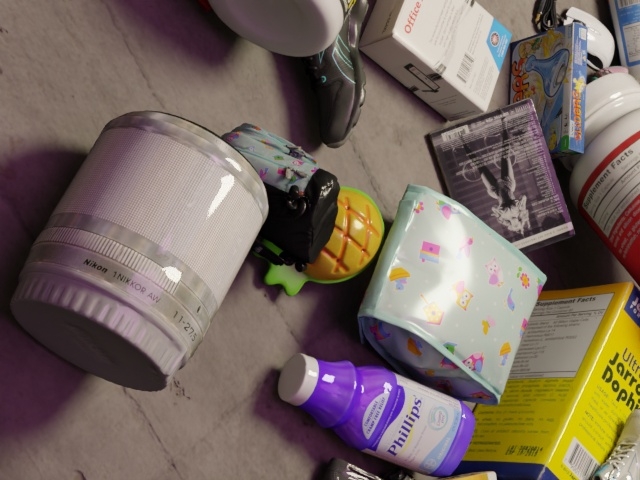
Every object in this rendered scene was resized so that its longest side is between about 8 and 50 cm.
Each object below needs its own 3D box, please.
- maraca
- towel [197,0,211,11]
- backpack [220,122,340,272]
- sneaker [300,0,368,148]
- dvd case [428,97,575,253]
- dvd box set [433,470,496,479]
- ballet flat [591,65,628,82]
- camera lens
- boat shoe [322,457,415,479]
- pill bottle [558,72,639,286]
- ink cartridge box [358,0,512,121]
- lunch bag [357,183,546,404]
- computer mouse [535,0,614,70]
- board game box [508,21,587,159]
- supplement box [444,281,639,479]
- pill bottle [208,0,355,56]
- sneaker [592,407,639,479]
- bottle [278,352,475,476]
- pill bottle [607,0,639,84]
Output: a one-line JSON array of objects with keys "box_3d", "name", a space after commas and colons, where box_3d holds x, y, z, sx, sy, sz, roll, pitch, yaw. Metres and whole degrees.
[{"box_3d": [0.000, 0.000, 1.705, 0.185, 0.099, 0.127, -23, 95, -16], "name": "maraca"}, {"box_3d": [-0.174, -0.458, 1.670, 0.275, 0.031, 0.199, 48, 58, -23], "name": "towel"}, {"box_3d": [-0.067, -0.064, 1.620, 0.182, 0.152, 0.115, 28, 51, 17], "name": "backpack"}, {"box_3d": [0.005, -0.258, 1.758, 0.106, 0.101, 0.267, 5, 79, -17], "name": "sneaker"}, {"box_3d": [0.274, -0.084, 1.922, 0.164, 0.018, 0.221, -20, 97, -3], "name": "dvd case"}, {"box_3d": [0.106, 0.466, 1.599, 0.420, 0.062, 0.308, 3, 76, -48], "name": "dvd box set"}, {"box_3d": [0.520, -0.187, 2.136, 0.079, 0.077, 0.222, -17, 92, -2], "name": "ballet flat"}, {"box_3d": [-0.202, 0.006, 1.466, 0.219, 0.219, 0.274, 40, 62, -27], "name": "camera lens"}, {"box_3d": [0.096, 0.347, 1.749, 0.228, 0.080, 0.076, 20, 74, -27], "name": "boat shoe"}, {"box_3d": [0.529, -0.057, 1.940, 0.229, 0.229, 0.408, -8, 52, -38], "name": "pill bottle"}, {"box_3d": [0.171, -0.295, 1.880, 0.203, 0.086, 0.148, 35, 64, -28], "name": "ink cartridge box"}, {"box_3d": [0.165, 0.076, 1.783, 0.262, 0.160, 0.223, 40, 63, -34], "name": "lunch bag"}, {"box_3d": [0.435, -0.354, 2.120, 0.193, 0.042, 0.106, 31, 65, -31], "name": "computer mouse"}, {"box_3d": [0.350, -0.224, 1.978, 0.035, 0.136, 0.201, 12, 76, -35], "name": "board game box"}, {"box_3d": [0.375, 0.261, 1.895, 0.195, 0.194, 0.357, 46, 60, -24], "name": "supplement box"}, {"box_3d": [-0.002, -0.420, 1.658, 0.188, 0.188, 0.334, 40, 62, -27], "name": "pill bottle"}, {"box_3d": [0.416, 0.317, 1.754, 0.083, 0.071, 0.191, 26, 68, -26], "name": "sneaker"}, {"box_3d": [0.075, 0.229, 1.725, 0.282, 0.092, 0.118, 26, 89, -28], "name": "bottle"}, {"box_3d": [0.567, -0.333, 2.169, 0.124, 0.124, 0.222, -13, 93, -38], "name": "pill bottle"}]
